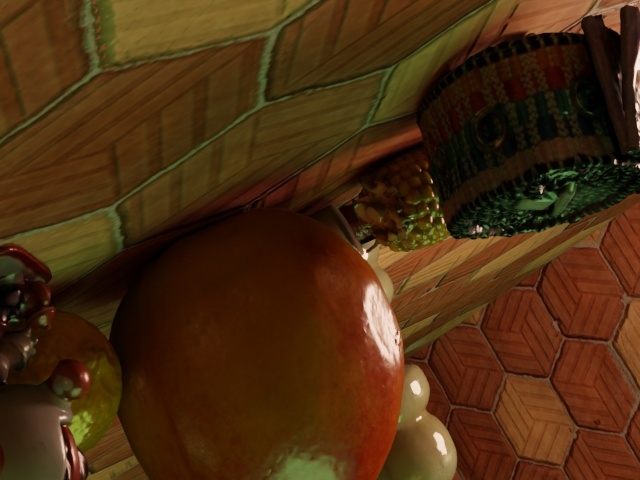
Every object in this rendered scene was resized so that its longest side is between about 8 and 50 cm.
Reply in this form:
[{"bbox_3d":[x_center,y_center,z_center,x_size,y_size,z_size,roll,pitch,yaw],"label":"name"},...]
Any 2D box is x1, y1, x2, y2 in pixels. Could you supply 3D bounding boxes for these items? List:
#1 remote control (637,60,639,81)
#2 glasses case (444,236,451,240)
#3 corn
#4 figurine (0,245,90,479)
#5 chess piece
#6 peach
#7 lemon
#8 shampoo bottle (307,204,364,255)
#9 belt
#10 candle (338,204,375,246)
[{"bbox_3d":[0.351,-0.196,1.661,0.309,0.038,0.090,-20,165,-46],"label":"remote control"},{"bbox_3d":[0.112,-0.026,1.657,0.063,0.041,0.164,-12,-165,-5],"label":"glasses case"},{"bbox_3d":[0.168,-0.071,1.571,0.305,0.106,0.106,-23,168,-35],"label":"corn"},{"bbox_3d":[-0.253,0.152,1.121,0.183,0.226,0.160,-29,169,-3],"label":"figurine"},{"bbox_3d":[0.058,0.172,1.751,0.182,0.330,0.182,-27,180,0],"label":"chess piece"},{"bbox_3d":[-0.050,0.139,1.372,0.289,0.308,0.289,-21,156,-10],"label":"peach"},{"bbox_3d":[-0.259,0.137,1.275,0.187,0.142,0.142,-22,174,25],"label":"lemon"},{"bbox_3d":[-0.078,0.055,1.560,0.257,0.078,0.127,-33,178,9],"label":"shampoo bottle"},{"bbox_3d":[0.199,-0.108,1.344,0.206,0.160,0.295,-12,168,1],"label":"belt"},{"bbox_3d":[0.000,0.000,1.645,0.162,0.053,0.048,-27,-145,18],"label":"candle"}]
